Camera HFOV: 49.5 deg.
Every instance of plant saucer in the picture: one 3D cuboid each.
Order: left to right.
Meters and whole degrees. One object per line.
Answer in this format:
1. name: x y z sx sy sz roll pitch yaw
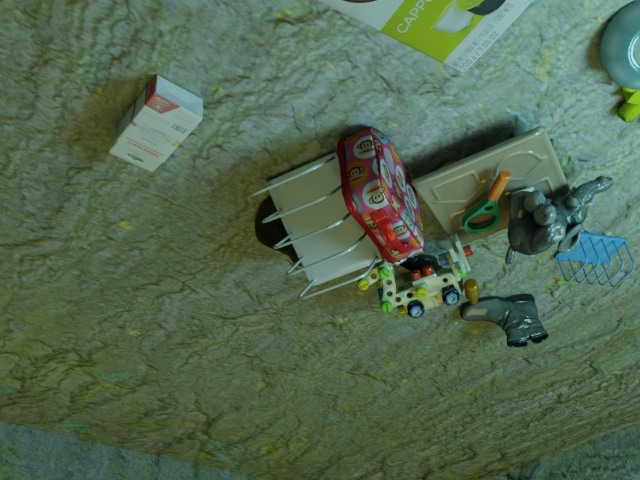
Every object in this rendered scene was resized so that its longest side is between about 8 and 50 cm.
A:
1. plant saucer: 0.661 -0.386 1.376 0.194 0.037 0.195 3 122 4

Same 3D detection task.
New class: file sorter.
1. file sorter: -0.010 -0.028 1.580 0.192 0.173 0.278 -21 98 20
2. file sorter: 0.778 0.059 1.965 0.170 0.105 0.118 7 141 -16

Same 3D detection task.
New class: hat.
1. hat: 0.000 0.000 1.764 0.330 0.134 0.331 -4 143 -3

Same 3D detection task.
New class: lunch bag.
1. lunch bag: 0.146 -0.085 1.570 0.120 0.258 0.293 -21 139 18

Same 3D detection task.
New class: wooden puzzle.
1. wooden puzzle: 0.424 -0.134 1.699 0.322 0.081 0.348 -22 144 20

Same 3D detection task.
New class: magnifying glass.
1. magnifying glass: 0.407 -0.086 1.672 0.092 0.026 0.231 -2 145 -9

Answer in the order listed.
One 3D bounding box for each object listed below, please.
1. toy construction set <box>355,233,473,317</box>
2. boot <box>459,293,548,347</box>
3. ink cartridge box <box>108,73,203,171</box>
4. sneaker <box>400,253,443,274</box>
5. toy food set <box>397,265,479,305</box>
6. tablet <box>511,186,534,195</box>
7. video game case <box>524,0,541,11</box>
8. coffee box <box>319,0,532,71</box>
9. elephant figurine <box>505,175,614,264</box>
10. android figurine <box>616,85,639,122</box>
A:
1. toy construction set: 0.260 0.092 1.845 0.327 0.151 0.215 -17 105 25
2. boot: 0.565 0.255 2.140 0.246 0.161 0.083 -9 142 3
3. ink cartridge box: -0.349 -0.241 1.460 0.115 0.067 0.198 26 131 -34
4. sneaker: 0.284 0.083 1.941 0.170 0.089 0.051 8 140 -18
5. toy food set: 0.338 0.150 2.016 0.232 0.111 0.105 -15 141 7
6. tablet: 0.495 -0.099 1.688 0.054 0.006 0.083 -17 145 13
7. video game case: 0.372 -0.508 1.250 0.173 0.022 0.190 -29 137 27
8. coffee box: 0.147 -0.511 0.958 0.334 0.338 0.338 18 136 -27
9. elephant figurine: 0.570 -0.050 1.656 0.239 0.170 0.186 -9 177 -35
10. android figurine: 0.768 -0.352 1.478 0.248 0.056 0.273 9 142 -18
